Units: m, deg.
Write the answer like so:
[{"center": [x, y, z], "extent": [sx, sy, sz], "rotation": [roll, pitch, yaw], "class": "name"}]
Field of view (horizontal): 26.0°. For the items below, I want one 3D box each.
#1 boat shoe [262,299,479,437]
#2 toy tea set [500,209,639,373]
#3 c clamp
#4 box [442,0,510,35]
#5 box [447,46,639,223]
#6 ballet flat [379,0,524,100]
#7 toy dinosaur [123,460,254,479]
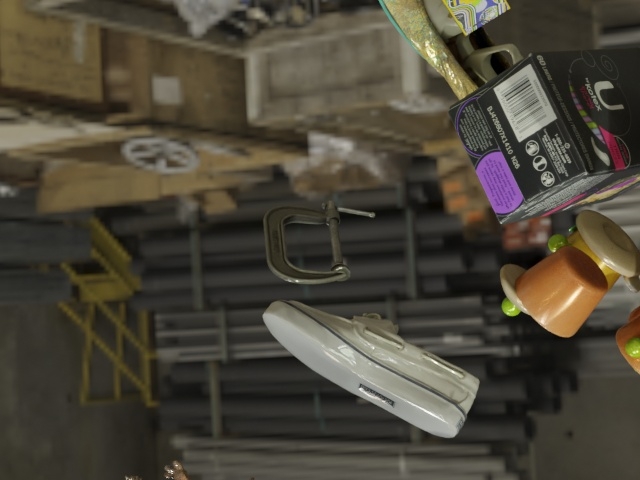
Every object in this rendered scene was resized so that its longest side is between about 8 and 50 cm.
[{"center": [0.062, 0.131, 1.644], "extent": [0.268, 0.088, 0.096], "rotation": [28, 156, 10], "class": "boat shoe"}, {"center": [0.303, 0.089, 1.389], "extent": [0.336, 0.200, 0.124], "rotation": [29, 121, -23], "class": "toy tea set"}, {"center": [0.000, 0.000, 1.628], "extent": [0.137, 0.022, 0.160], "rotation": [11, -142, -7], "class": "c clamp"}, {"center": [0.134, -0.285, 1.419], "extent": [0.059, 0.054, 0.169], "rotation": [-31, 145, 11], "class": "box"}, {"center": [0.314, -0.134, 1.720], "extent": [0.270, 0.165, 0.143], "rotation": [-12, 165, -48], "class": "box"}, {"center": [0.210, -0.264, 1.923], "extent": [0.123, 0.348, 0.123], "rotation": [-35, -176, 3], "class": "ballet flat"}, {"center": [-0.216, 0.434, 1.947], "extent": [0.296, 0.200, 0.127], "rotation": [-16, 138, 4], "class": "toy dinosaur"}]
